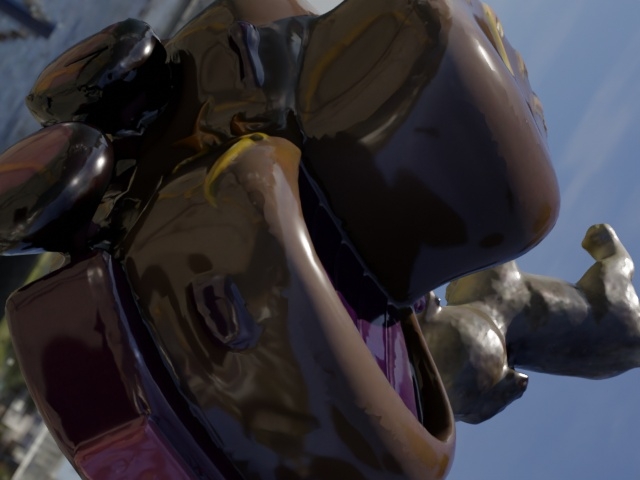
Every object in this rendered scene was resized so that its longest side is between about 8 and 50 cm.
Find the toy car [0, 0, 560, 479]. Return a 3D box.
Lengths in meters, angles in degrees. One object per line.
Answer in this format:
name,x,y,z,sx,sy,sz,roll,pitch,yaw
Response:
toy car,0.000,0.000,0.707,0.240,0.271,0.340,-23,-150,17

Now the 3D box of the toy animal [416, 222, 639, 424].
toy animal,0.152,0.068,1.076,0.168,0.233,0.121,-109,-157,-49
